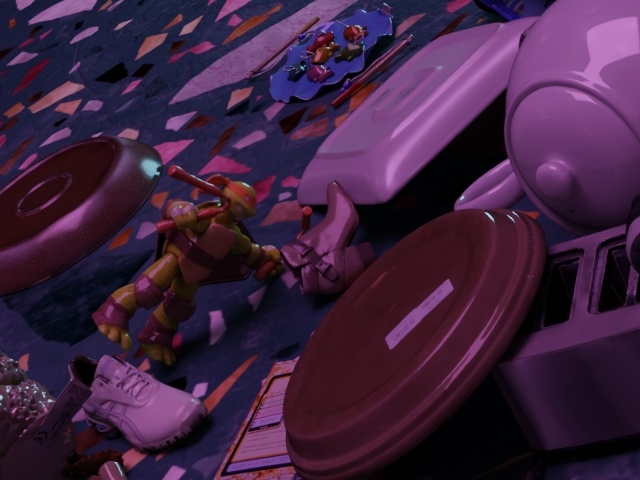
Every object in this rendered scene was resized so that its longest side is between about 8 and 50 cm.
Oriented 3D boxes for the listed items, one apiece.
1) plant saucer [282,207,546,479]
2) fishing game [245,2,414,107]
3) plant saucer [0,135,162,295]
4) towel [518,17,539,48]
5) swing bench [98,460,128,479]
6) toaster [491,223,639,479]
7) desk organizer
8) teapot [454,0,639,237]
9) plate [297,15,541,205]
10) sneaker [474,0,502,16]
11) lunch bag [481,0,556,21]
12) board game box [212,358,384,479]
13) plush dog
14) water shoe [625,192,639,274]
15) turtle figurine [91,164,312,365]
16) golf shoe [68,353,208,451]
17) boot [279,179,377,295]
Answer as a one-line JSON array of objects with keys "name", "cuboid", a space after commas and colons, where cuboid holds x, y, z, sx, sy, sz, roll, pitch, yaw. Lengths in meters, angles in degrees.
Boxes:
[{"name": "plant saucer", "cuboid": [0.065, 0.074, 1.299, 0.278, 0.041, 0.278, -41, 18, 17]}, {"name": "fishing game", "cuboid": [0.010, -0.247, 2.094, 0.189, 0.041, 0.264, -40, 28, -10]}, {"name": "plant saucer", "cuboid": [-0.352, -0.045, 2.131, 0.311, 0.050, 0.310, -26, 27, 14]}, {"name": "towel", "cuboid": [0.391, -0.223, 1.484, 0.324, 0.056, 0.312, 19, 42, 38]}, {"name": "swing bench", "cuboid": [-0.189, 0.343, 1.175, 0.253, 0.165, 0.254, -32, 32, -1]}, {"name": "toaster", "cuboid": [0.222, 0.073, 1.242, 0.168, 0.110, 0.185, -18, 30, 28]}, {"name": "desk organizer", "cuboid": [-0.132, 0.015, 1.786, 0.130, 0.050, 0.047, -9, 35, 39]}, {"name": "teapot", "cuboid": [0.239, -0.088, 1.340, 0.252, 0.256, 0.187, 31, 52, 31]}, {"name": "plate", "cuboid": [0.102, -0.144, 1.724, 0.277, 0.045, 0.278, -45, 14, -13]}, {"name": "sneaker", "cuboid": [0.306, -0.348, 1.894, 0.293, 0.102, 0.146, -33, 30, 8]}, {"name": "lunch bag", "cuboid": [0.310, -0.344, 1.670, 0.221, 0.138, 0.293, -44, -9, -22]}, {"name": "board game box", "cuboid": [-0.007, 0.173, 1.389, 0.147, 0.045, 0.193, -13, 32, 35]}, {"name": "plush dog", "cuboid": [-0.326, 0.177, 1.577, 0.211, 0.262, 0.225, -7, 26, -28]}, {"name": "water shoe", "cuboid": [0.308, 0.023, 1.144, 0.073, 0.203, 0.080, -52, 13, 33]}, {"name": "turtle figurine", "cuboid": [-0.134, 0.013, 1.625, 0.087, 0.269, 0.217, 42, 98, 26]}, {"name": "golf shoe", "cuboid": [-0.186, 0.151, 1.576, 0.176, 0.086, 0.069, 1, 40, 46]}, {"name": "boot", "cuboid": [0.000, 0.000, 1.632, 0.087, 0.042, 0.118, -20, 59, -12]}]
